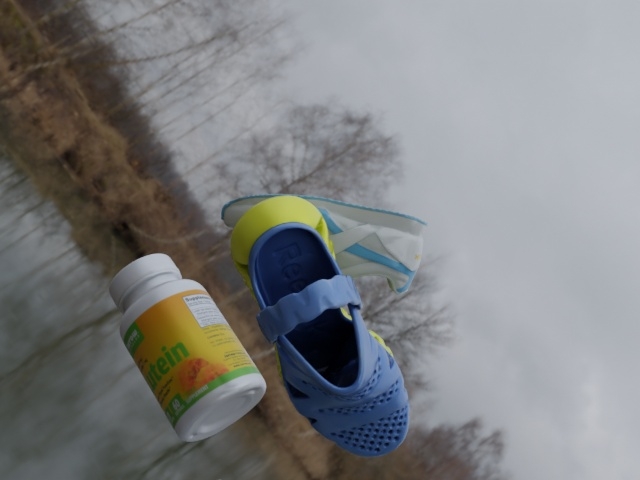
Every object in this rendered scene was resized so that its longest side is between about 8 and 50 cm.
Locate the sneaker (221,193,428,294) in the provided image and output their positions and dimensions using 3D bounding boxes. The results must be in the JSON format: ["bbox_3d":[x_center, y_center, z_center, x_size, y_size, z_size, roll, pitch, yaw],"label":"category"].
[{"bbox_3d":[0.000,0.000,0.889,0.087,0.229,0.092,-49,150,-89],"label":"sneaker"}]

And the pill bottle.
[{"bbox_3d":[-0.194,0.142,1.117,0.245,0.136,0.136,53,-6,22],"label":"pill bottle"}]

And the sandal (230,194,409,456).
[{"bbox_3d":[0.008,0.115,0.801,0.317,0.126,0.138,61,-1,-30],"label":"sandal"}]
